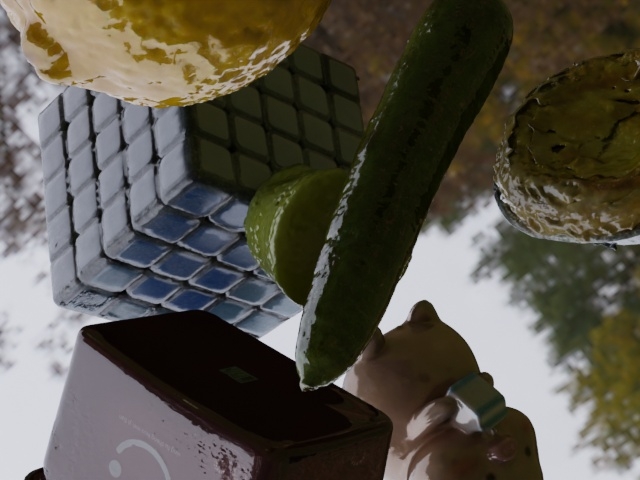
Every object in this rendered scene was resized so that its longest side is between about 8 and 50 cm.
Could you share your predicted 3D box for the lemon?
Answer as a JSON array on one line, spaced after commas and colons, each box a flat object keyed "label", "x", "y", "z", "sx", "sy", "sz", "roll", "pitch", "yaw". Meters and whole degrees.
[{"label": "lemon", "x": -0.053, "y": -0.134, "z": 0.605, "sx": 0.142, "sy": 0.142, "sz": 0.187, "roll": 34, "pitch": -104, "yaw": -29}]

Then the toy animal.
[{"label": "toy animal", "x": 0.154, "y": 0.227, "z": 1.832, "sx": 0.195, "sy": 0.213, "sz": 0.256, "roll": -22, "pitch": -126, "yaw": -31}]

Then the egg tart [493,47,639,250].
[{"label": "egg tart", "x": 0.252, "y": -0.067, "z": 1.278, "sx": 0.234, "sy": 0.234, "sz": 0.094, "roll": -87, "pitch": -27, "yaw": -53}]

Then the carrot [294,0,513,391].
[{"label": "carrot", "x": 0.054, "y": -0.042, "z": 1.118, "sx": 0.074, "sy": 0.074, "sz": 0.358, "roll": 39, "pitch": -124, "yaw": -21}]

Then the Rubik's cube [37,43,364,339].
[{"label": "Rubik's cube", "x": -0.111, "y": -0.059, "z": 1.528, "sx": 0.237, "sy": 0.237, "sz": 0.238, "roll": 19, "pitch": -132, "yaw": -36}]

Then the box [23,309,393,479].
[{"label": "box", "x": -0.086, "y": 0.181, "z": 1.317, "sx": 0.294, "sy": 0.167, "sz": 0.193, "roll": 27, "pitch": -160, "yaw": 37}]

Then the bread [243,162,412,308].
[{"label": "bread", "x": 0.000, "y": 0.000, "z": 1.347, "sx": 0.129, "sy": 0.111, "sz": 0.114, "roll": 49, "pitch": 173, "yaw": -24}]
